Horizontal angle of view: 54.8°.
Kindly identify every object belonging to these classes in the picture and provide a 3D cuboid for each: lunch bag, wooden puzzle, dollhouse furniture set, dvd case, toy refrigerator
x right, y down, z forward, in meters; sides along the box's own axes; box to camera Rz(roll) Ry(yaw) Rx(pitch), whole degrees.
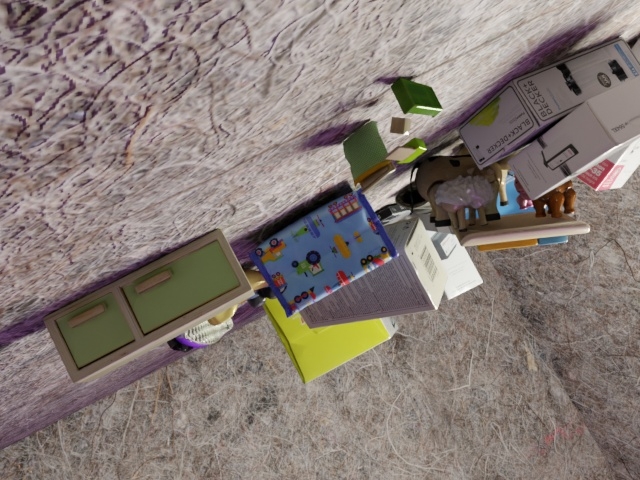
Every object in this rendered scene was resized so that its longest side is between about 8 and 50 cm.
[{"bbox_3d":[0.000,0.000,1.170,0.220,0.138,0.293,-30,-171,3],"label":"lunch bag"},{"bbox_3d":[0.368,-0.019,1.177,0.220,0.045,0.239,-6,-173,8],"label":"wooden puzzle"},{"bbox_3d":[0.067,-0.118,0.711,0.058,0.076,0.151,-3,155,-44],"label":"dollhouse furniture set"},{"bbox_3d":[0.165,-0.051,1.708,0.179,0.030,0.238,-30,174,27],"label":"dvd case"},{"bbox_3d":[-0.237,0.093,0.879,0.269,0.102,0.094,-27,173,-8],"label":"toy refrigerator"}]

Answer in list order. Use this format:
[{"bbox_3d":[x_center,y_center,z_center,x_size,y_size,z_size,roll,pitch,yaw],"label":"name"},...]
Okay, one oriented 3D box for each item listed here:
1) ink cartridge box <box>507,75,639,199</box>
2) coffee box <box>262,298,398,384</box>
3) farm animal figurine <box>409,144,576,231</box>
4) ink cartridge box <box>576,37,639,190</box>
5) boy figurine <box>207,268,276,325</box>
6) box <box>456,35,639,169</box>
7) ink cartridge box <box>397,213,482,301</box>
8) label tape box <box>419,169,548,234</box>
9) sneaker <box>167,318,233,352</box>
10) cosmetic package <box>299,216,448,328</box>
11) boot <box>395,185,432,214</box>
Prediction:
[{"bbox_3d":[0.429,-0.163,0.997,0.148,0.086,0.203,-26,170,-26],"label":"ink cartridge box"},{"bbox_3d":[0.038,0.257,2.178,0.337,0.338,0.334,-30,172,9],"label":"coffee box"},{"bbox_3d":[0.329,-0.132,1.233,0.326,0.173,0.330,-10,-172,-13],"label":"farm animal figurine"},{"bbox_3d":[0.636,-0.252,1.269,0.207,0.117,0.283,-8,135,-50],"label":"ink cartridge box"},{"bbox_3d":[-0.173,0.113,1.338,0.177,0.092,0.285,-28,177,14],"label":"boy figurine"},{"bbox_3d":[0.399,-0.238,1.067,0.289,0.087,0.169,-26,173,-25],"label":"box"},{"bbox_3d":[0.357,0.034,1.956,0.128,0.308,0.223,-25,173,-8],"label":"ink cartridge box"},{"bbox_3d":[0.447,-0.108,1.701,0.240,0.106,0.333,-27,-167,-15],"label":"label tape box"},{"bbox_3d":[-0.325,0.232,1.535,0.146,0.102,0.293,-29,173,8],"label":"sneaker"},{"bbox_3d":[0.084,0.074,1.268,0.309,0.160,0.113,-12,-151,34],"label":"cosmetic package"},{"bbox_3d":[0.252,-0.099,1.545,0.189,0.076,0.208,-20,178,42],"label":"boot"}]
